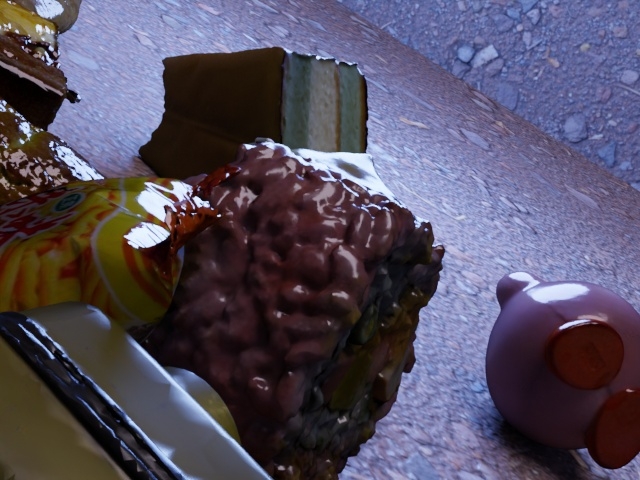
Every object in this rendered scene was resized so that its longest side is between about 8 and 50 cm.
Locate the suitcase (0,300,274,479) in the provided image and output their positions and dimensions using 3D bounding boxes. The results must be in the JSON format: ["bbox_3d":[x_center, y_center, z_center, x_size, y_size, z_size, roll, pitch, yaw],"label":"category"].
[{"bbox_3d":[-0.103,0.154,0.572,0.235,0.194,0.143,42,33,26],"label":"suitcase"}]

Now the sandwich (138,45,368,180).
[{"bbox_3d":[-0.073,-0.076,1.385,0.198,0.227,0.155,2,-1,36],"label":"sandwich"}]

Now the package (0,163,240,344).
[{"bbox_3d":[-0.177,0.040,0.735,0.223,0.288,0.108,-92,163,-73],"label":"package"}]

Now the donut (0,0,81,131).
[{"bbox_3d":[-0.307,-0.165,1.243,0.141,0.085,0.217,26,19,-21],"label":"donut"}]

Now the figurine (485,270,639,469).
[{"bbox_3d":[0.240,0.118,1.299,0.173,0.173,0.173,29,18,-11],"label":"figurine"}]

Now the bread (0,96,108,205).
[{"bbox_3d":[-0.241,-0.042,1.006,0.172,0.103,0.132,36,25,-2],"label":"bread"}]

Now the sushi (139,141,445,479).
[{"bbox_3d":[-0.021,0.043,0.939,0.171,0.236,0.270,24,0,19],"label":"sushi"}]

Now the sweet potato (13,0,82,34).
[{"bbox_3d":[-0.320,-0.254,1.493,0.067,0.059,0.281,43,17,-8],"label":"sweet potato"}]

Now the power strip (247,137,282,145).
[{"bbox_3d":[0.000,0.000,1.266,0.060,0.027,0.253,9,-36,45],"label":"power strip"}]
